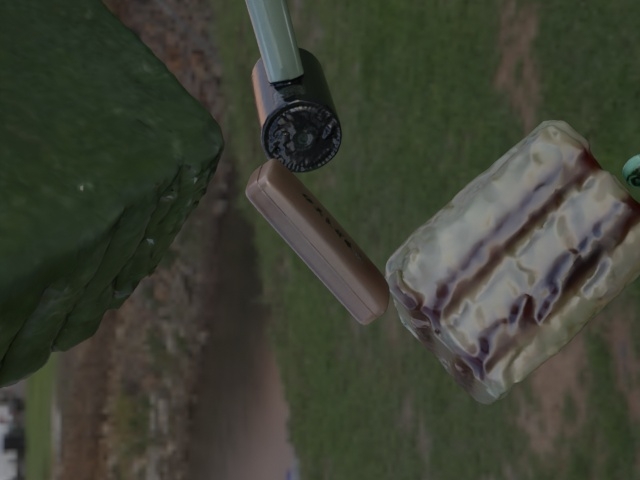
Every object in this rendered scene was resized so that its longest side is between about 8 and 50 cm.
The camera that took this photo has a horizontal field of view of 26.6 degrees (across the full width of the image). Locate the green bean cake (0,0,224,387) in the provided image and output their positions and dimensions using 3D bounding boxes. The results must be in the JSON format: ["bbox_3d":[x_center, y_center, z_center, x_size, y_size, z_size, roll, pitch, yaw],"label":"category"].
[{"bbox_3d":[-0.184,-0.040,0.555,0.222,0.227,0.125,46,129,11],"label":"green bean cake"}]

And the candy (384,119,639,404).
[{"bbox_3d":[0.155,0.028,1.084,0.135,0.179,0.321,48,179,8],"label":"candy"}]

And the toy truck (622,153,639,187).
[{"bbox_3d":[0.295,-0.076,1.021,0.154,0.078,0.080,101,151,-45],"label":"toy truck"}]

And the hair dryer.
[{"bbox_3d":[-0.032,-0.151,0.924,0.100,0.057,0.198,-105,2,-54],"label":"hair dryer"}]

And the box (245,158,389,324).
[{"bbox_3d":[0.000,0.000,0.835,0.025,0.115,0.048,-39,12,12],"label":"box"}]
